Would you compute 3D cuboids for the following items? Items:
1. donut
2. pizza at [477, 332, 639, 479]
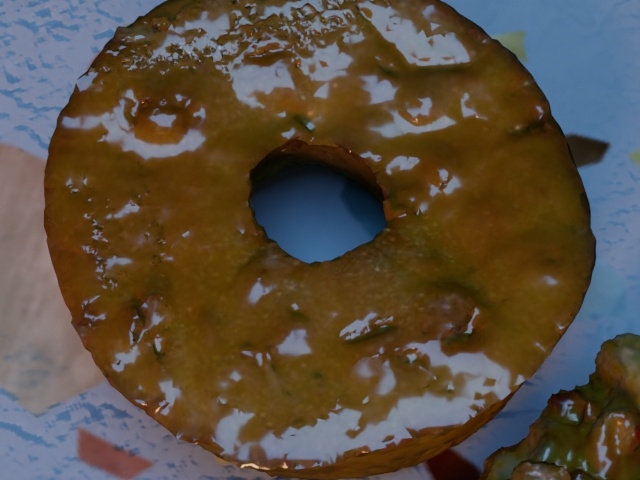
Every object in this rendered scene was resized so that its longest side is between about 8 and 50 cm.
[{"bbox_3d":[0.000,-0.003,0.858,0.278,0.108,0.277,-1,64,3],"label":"donut"},{"bbox_3d":[0.088,0.184,0.752,0.226,0.086,0.335,1,54,22],"label":"pizza"}]
